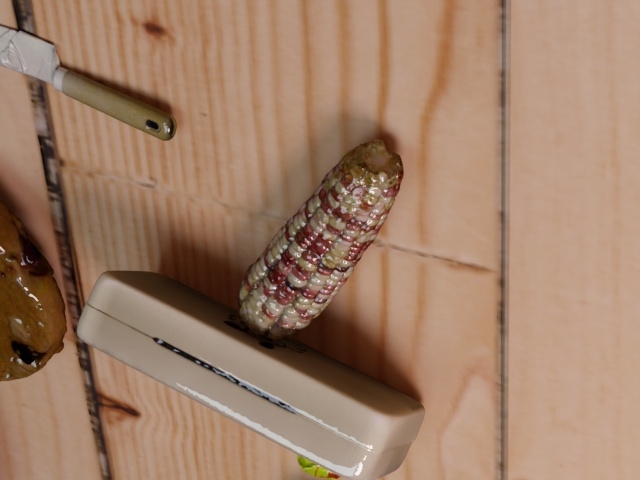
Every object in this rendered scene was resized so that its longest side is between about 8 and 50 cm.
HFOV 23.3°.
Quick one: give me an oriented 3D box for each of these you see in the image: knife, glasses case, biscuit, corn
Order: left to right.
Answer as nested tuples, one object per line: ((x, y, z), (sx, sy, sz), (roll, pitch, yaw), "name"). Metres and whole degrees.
((-0.384, 0.030, 1.631), (0.296, 0.075, 0.296), (19, 135, 21), "biscuit")
((-0.254, -0.163, 1.446), (0.298, 0.017, 0.047), (24, 130, 24), "knife")
((-0.064, 0.120, 1.426), (0.313, 0.131, 0.070), (25, 97, 18), "glasses case")
((0.000, 0.000, 1.346), (0.079, 0.079, 0.237), (39, 132, 5), "corn")

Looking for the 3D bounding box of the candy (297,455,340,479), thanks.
((-0.046, 0.167, 1.517), (0.194, 0.058, 0.062), (33, 145, 23), "candy")
